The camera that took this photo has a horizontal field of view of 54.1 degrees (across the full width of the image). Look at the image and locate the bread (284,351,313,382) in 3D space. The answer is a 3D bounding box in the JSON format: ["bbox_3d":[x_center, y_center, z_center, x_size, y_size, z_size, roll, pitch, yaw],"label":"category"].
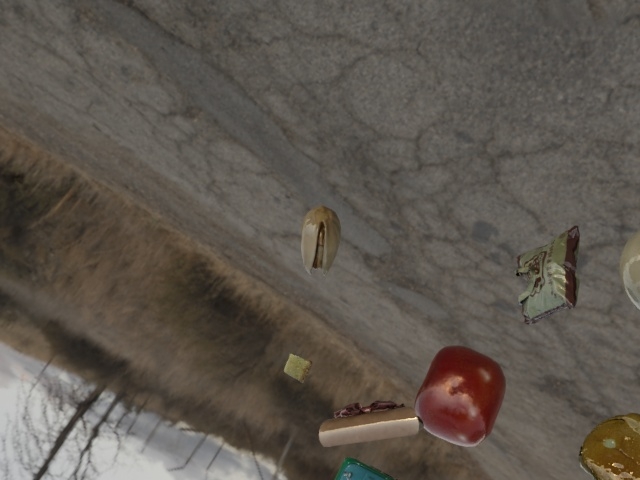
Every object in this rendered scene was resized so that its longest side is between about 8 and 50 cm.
[{"bbox_3d":[-0.063,0.370,1.945,0.084,0.080,0.109,24,131,6],"label":"bread"}]

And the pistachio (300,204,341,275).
[{"bbox_3d":[0.000,0.000,1.984,0.126,0.223,0.152,4,-178,-4],"label":"pistachio"}]

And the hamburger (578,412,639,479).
[{"bbox_3d":[0.597,0.429,1.205,0.177,0.186,0.113,-9,144,37],"label":"hamburger"}]

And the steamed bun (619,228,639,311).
[{"bbox_3d":[0.922,0.077,1.599,0.282,0.283,0.177,32,178,4],"label":"steamed bun"}]

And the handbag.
[{"bbox_3d":[0.582,0.096,1.607,0.127,0.213,0.235,11,158,-14],"label":"handbag"}]

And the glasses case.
[{"bbox_3d":[0.101,0.343,1.207,0.193,0.070,0.102,-14,168,17],"label":"glasses case"}]

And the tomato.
[{"bbox_3d":[0.479,0.530,2.145,0.293,0.325,0.289,27,175,35],"label":"tomato"}]

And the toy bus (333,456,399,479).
[{"bbox_3d":[0.178,0.732,1.698,0.343,0.184,0.199,21,155,19],"label":"toy bus"}]
